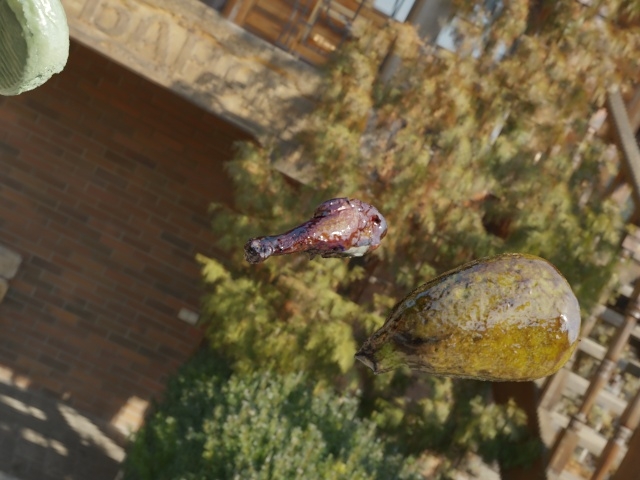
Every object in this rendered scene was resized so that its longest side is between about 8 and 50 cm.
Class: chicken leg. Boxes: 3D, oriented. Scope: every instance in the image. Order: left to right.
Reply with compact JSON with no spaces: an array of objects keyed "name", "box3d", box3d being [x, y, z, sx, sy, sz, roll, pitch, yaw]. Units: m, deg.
[{"name":"chicken leg","box3d":[0.006,-0.004,0.873,0.205,0.093,0.053,13,51,-61]}]

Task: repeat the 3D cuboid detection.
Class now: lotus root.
[{"name":"lotus root","box3d":[0.123,0.070,0.719,0.190,0.108,0.094,-9,-27,-17]}]

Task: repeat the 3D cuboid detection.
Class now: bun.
[{"name":"bun","box3d":[-0.456,-0.328,1.282,0.221,0.221,0.108,28,39,18]}]
